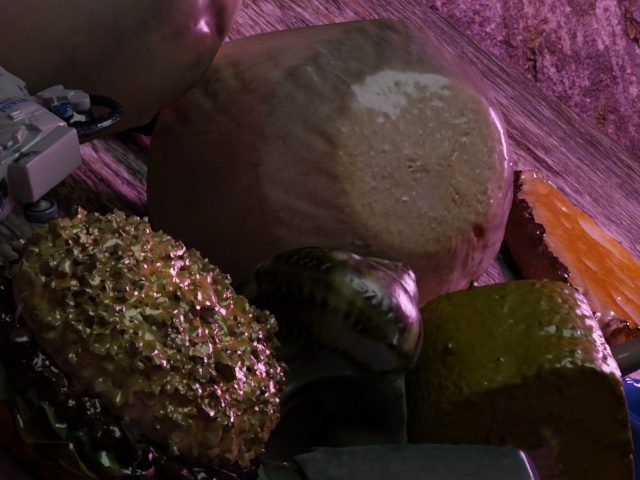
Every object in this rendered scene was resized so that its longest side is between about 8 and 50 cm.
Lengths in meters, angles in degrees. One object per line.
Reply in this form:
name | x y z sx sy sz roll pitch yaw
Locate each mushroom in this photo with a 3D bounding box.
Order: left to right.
mushroom | -0.235 -0.230 1.323 0.315 0.315 0.356 28 -6 -35

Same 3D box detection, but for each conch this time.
conch | 0.006 0.094 1.193 0.187 0.181 0.124 57 3 -10

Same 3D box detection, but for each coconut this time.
coconut | -0.003 -0.050 1.375 0.329 0.329 0.329 36 18 -14

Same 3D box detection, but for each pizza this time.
pizza | 0.365 0.031 2.265 0.435 0.080 0.392 16 30 -55

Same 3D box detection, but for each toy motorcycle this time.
toy motorcycle | -0.247 -0.059 1.121 0.150 0.102 0.221 11 33 24

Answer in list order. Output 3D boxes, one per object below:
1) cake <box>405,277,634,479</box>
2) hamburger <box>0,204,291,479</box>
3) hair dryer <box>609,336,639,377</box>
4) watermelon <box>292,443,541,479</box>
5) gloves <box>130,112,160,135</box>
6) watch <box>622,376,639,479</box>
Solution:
cake | 0.149 0.162 1.273 0.156 0.179 0.260 -102 180 -54
hamburger | -0.120 0.081 1.045 0.243 0.138 0.261 20 26 -50
hair dryer | 0.205 0.164 1.479 0.088 0.225 0.219 62 39 -27
watermelon | 0.126 0.246 1.049 0.302 0.151 0.264 58 1 32
gloves | -0.154 -0.145 1.607 0.129 0.106 0.181 19 -12 31
watch | 0.351 0.222 1.572 0.275 0.241 0.305 10 13 -38
